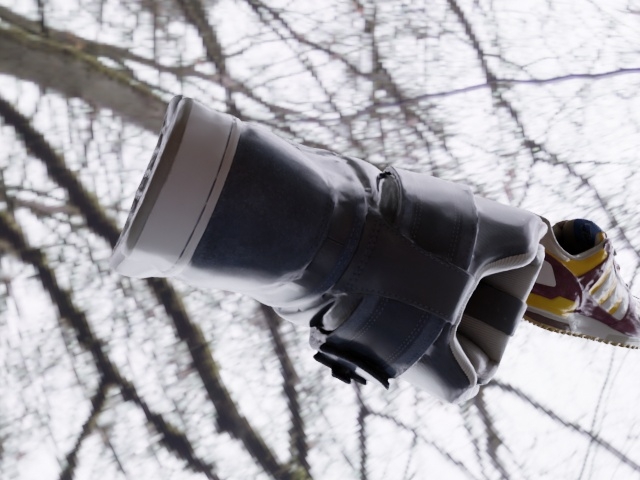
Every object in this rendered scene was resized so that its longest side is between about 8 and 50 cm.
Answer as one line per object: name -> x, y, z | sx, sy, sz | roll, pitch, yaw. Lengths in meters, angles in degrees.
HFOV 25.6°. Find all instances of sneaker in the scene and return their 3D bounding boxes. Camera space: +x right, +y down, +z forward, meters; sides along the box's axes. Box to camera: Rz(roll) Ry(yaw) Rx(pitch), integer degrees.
sneaker -> 0.204, 0.029, 1.048 | 0.070, 0.185, 0.083 | 24, -81, 40
sneaker -> -0.001, 0.002, 0.591 | 0.163, 0.226, 0.086 | 20, -88, -10
